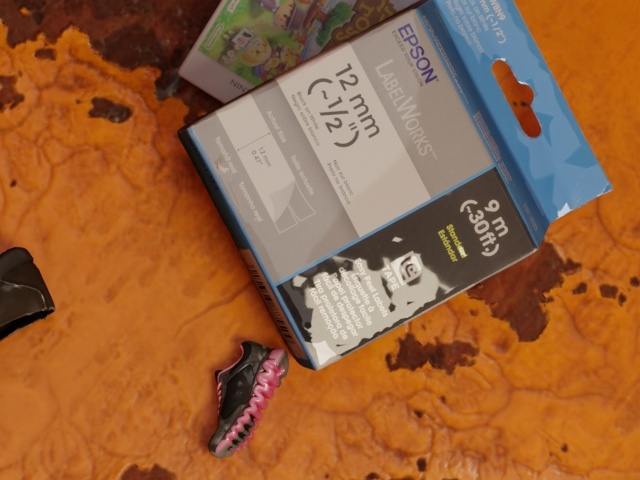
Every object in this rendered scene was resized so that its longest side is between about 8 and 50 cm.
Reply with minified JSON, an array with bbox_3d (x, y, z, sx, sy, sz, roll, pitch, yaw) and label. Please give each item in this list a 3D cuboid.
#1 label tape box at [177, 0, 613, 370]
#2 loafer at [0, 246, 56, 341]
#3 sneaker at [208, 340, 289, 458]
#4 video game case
[{"bbox_3d":[0.079,-0.073,1.706,0.347,0.115,0.249,-28,95,-7],"label":"label tape box"},{"bbox_3d":[-0.323,0.099,1.661,0.078,0.080,0.220,45,72,4],"label":"loafer"},{"bbox_3d":[-0.078,0.144,1.718,0.057,0.047,0.119,24,69,17],"label":"sneaker"},{"bbox_3d":[-0.001,-0.198,1.780,0.193,0.023,0.212,32,96,-5],"label":"video game case"}]
